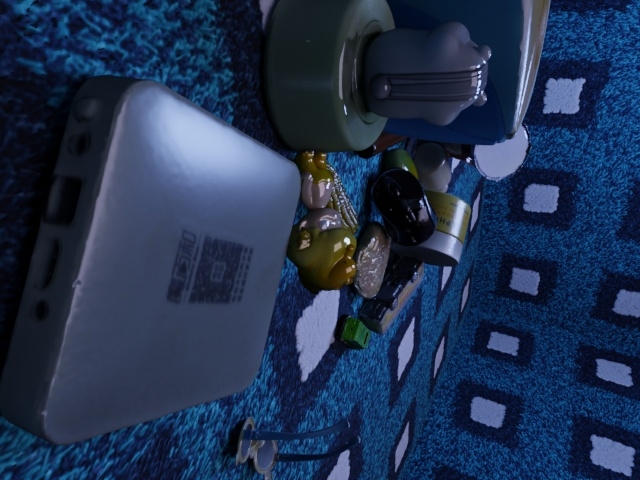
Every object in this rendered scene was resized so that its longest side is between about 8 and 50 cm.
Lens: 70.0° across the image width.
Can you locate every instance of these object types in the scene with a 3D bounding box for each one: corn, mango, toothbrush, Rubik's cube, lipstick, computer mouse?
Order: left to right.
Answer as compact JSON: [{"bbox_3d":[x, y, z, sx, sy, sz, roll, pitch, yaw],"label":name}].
[{"bbox_3d":[0.021,-0.080,0.921,0.080,0.080,0.231,-66,152,-23],"label":"corn"},{"bbox_3d":[0.185,-0.275,1.191,0.357,0.057,0.057,-37,133,-52],"label":"lipstick"},{"bbox_3d":[0.223,-0.168,1.287,0.130,0.092,0.194,-49,133,-37],"label":"mango"},{"bbox_3d":[0.242,-0.160,1.385,0.042,0.035,0.412,71,36,-81],"label":"toothbrush"},{"bbox_3d":[0.223,-0.079,1.204,0.137,0.096,0.233,-38,110,0],"label":"computer mouse"},{"bbox_3d":[0.294,-0.444,0.999,0.347,0.352,0.351,-56,145,-37],"label":"Rubik's cube"}]

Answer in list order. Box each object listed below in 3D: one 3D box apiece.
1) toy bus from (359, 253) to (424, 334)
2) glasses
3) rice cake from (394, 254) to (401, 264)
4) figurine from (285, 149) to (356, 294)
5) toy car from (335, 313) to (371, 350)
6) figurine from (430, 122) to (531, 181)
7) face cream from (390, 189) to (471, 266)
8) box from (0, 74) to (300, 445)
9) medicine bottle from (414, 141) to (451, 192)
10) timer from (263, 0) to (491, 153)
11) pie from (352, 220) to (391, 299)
[{"bbox_3d":[0.224,0.161,1.388,0.268,0.092,0.106,-47,140,-31],"label":"toy bus"},{"bbox_3d":[-0.043,0.378,0.891,0.189,0.221,0.088,66,5,-49],"label":"glasses"},{"bbox_3d":[0.270,0.081,1.528,0.055,0.049,0.269,36,64,-23],"label":"rice cake"},{"bbox_3d":[-0.006,-0.028,0.790,0.156,0.131,0.246,-6,90,-51],"label":"figurine"},{"bbox_3d":[0.096,0.257,1.243,0.071,0.063,0.165,-69,153,-18],"label":"toy car"},{"bbox_3d":[0.494,-0.358,1.478,0.248,0.388,0.276,-42,114,3],"label":"figurine"},{"bbox_3d":[0.342,-0.036,1.429,0.218,0.218,0.179,40,65,-62],"label":"face cream"},{"bbox_3d":[-0.170,0.030,0.578,0.373,0.091,0.366,18,84,-63],"label":"box"},{"bbox_3d":[0.382,-0.228,1.543,0.252,0.114,0.114,37,68,-61],"label":"medicine bottle"},{"bbox_3d":[0.113,-0.275,0.752,0.291,0.316,0.290,-37,133,-55],"label":"timer"},{"bbox_3d":[0.138,0.055,1.249,0.185,0.052,0.217,-4,106,-64],"label":"pie"}]
